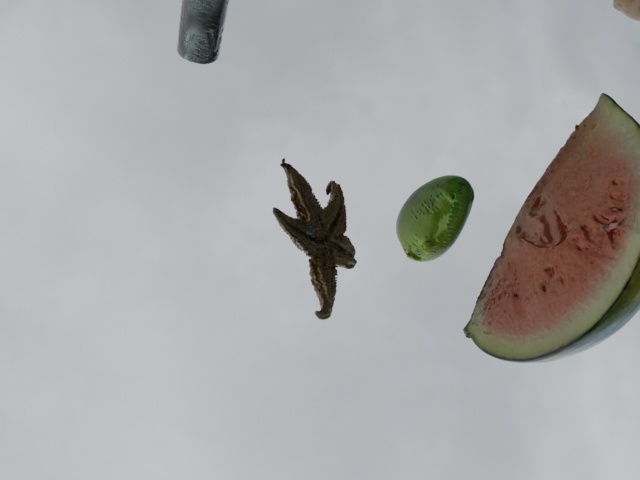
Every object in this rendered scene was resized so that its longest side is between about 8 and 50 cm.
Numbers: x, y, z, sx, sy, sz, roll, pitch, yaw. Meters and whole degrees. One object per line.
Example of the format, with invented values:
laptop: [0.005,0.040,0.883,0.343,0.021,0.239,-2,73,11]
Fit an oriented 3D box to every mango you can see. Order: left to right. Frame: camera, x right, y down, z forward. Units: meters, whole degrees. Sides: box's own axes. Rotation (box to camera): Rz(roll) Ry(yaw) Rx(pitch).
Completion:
mango: [0.202,-0.040,1.190,0.100,0.178,0.119,0,-131,-39]

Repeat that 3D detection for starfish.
starfish: [-0.001,0.000,0.915,0.227,0.043,0.240,45,-146,-43]

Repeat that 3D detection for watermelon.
watermelon: [0.298,0.018,0.718,0.128,0.159,0.303,18,-75,-32]

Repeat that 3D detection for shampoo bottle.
shampoo bottle: [-0.136,-0.315,0.818,0.064,0.207,0.057,3,-135,-19]

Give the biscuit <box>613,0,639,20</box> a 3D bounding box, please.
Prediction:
biscuit: [0.420,-0.390,0.643,0.062,0.385,0.365,42,-131,19]
